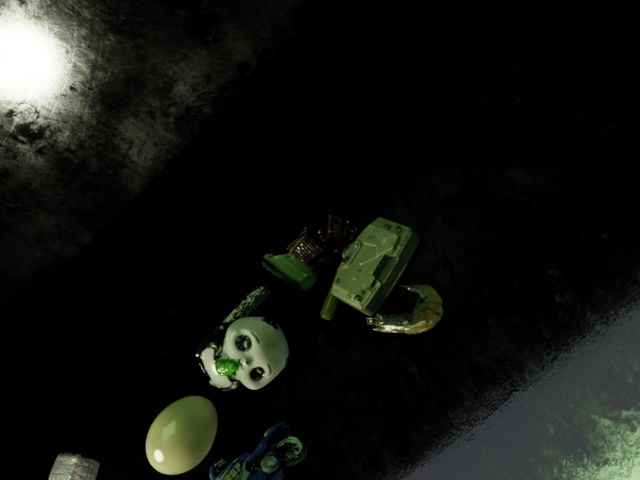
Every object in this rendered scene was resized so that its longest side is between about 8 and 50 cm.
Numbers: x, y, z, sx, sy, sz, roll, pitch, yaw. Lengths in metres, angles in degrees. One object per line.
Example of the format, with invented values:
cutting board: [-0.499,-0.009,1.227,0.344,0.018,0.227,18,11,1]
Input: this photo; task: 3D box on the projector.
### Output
projector: [0.143,0.063,1.702,0.193,0.088,0.270,24,78,49]

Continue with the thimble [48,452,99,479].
thimble: [-0.853,0.801,2.051,0.150,0.150,0.098,-17,48,36]

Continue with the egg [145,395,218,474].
egg: [-0.407,0.574,1.756,0.186,0.186,0.242,15,63,50]

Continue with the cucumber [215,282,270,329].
cucumber: [-0.265,0.228,1.998,0.211,0.062,0.078,-51,37,0]

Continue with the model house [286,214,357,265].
model house: [0.002,-0.010,1.846,0.203,0.164,0.141,-36,45,15]

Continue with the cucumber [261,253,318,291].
cucumber: [-0.096,0.104,1.918,0.193,0.115,0.086,27,124,48]

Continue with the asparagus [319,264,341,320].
asparagus: [0.045,0.154,1.765,0.041,0.045,0.178,16,68,15]

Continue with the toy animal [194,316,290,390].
toy animal: [-0.230,0.339,1.757,0.266,0.212,0.213,-20,46,43]

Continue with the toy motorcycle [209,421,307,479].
toy motorcycle: [-0.174,0.582,1.505,0.169,0.113,0.315,18,38,40]

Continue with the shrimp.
shrimp: [0.223,0.180,1.562,0.217,0.051,0.150,-8,51,32]
